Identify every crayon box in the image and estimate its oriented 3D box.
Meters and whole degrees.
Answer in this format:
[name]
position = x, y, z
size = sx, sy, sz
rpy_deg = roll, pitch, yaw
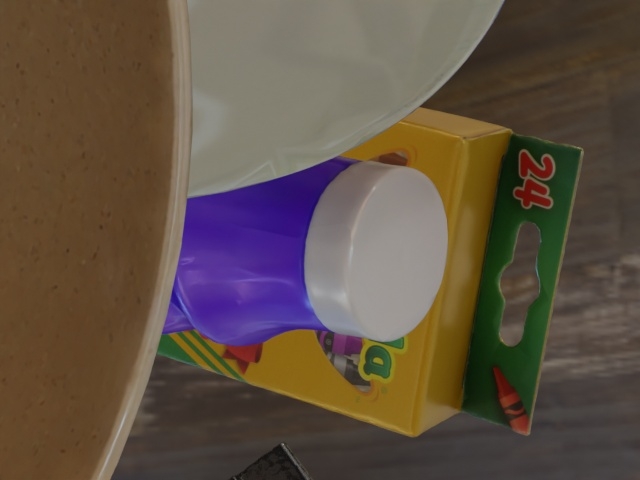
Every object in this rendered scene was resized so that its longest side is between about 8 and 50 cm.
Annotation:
[crayon box]
position = 0.000, 0.000, 1.151
size = 0.318, 0.081, 0.202
rpy_deg = 15, 104, 27

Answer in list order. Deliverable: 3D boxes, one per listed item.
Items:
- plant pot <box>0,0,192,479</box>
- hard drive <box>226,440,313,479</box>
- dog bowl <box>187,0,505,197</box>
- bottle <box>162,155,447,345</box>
[plant pot]
position = -0.191, -0.024, 0.318
size = 0.191, 0.284, 0.284
rpy_deg = 16, 97, 45
[hard drive]
position = -0.126, 0.304, 1.323
size = 0.339, 0.237, 0.064
rpy_deg = -36, 66, -7
[dog bowl]
position = -0.071, -0.127, 0.509
size = 0.265, 0.265, 0.104
rpy_deg = -35, 42, 38
[bottle]
position = -0.081, -0.013, 0.722
size = 0.282, 0.118, 0.092
rpy_deg = 9, 112, 36
